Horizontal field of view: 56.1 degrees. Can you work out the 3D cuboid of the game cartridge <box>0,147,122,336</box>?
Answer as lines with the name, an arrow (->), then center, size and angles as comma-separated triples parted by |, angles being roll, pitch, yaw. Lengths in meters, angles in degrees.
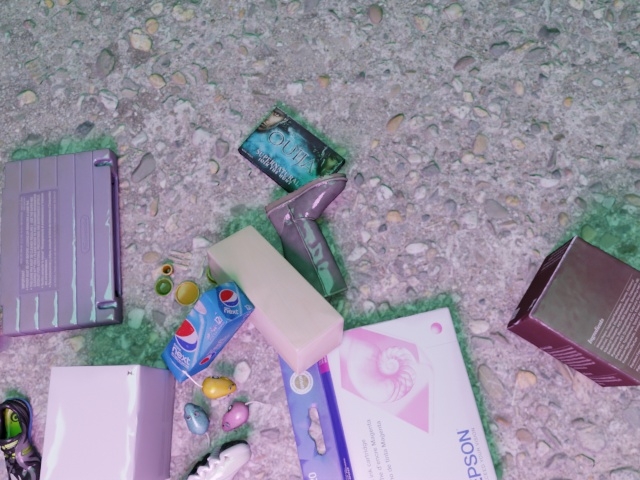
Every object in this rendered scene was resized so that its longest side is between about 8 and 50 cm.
game cartridge -> -0.514, 0.001, 1.191 | 0.230, 0.068, 0.356 | -8, 75, 6

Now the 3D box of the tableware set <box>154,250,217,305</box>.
tableware set -> -0.242, 0.078, 1.169 | 0.154, 0.024, 0.104 | 14, 77, 7

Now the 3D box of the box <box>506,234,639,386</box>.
box -> 0.465, 0.127, 1.033 | 0.203, 0.168, 0.167 | 32, 80, 10

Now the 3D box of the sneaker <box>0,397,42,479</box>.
sneaker -> -0.550, 0.377, 1.082 | 0.067, 0.078, 0.188 | -19, 75, -1

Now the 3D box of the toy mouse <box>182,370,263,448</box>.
toy mouse -> -0.185, 0.315, 1.074 | 0.160, 0.031, 0.143 | 14, 98, -21

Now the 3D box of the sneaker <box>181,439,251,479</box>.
sneaker -> -0.214, 0.465, 1.031 | 0.118, 0.110, 0.292 | 44, 90, 5

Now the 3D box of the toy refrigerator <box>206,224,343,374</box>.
toy refrigerator -> -0.085, 0.102, 1.075 | 0.102, 0.094, 0.269 | -32, 57, -25

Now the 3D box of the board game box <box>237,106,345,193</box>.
board game box -> -0.059, -0.172, 1.222 | 0.186, 0.026, 0.126 | 39, 81, 12

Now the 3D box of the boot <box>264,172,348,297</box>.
boot -> 0.002, 0.000, 1.130 | 0.189, 0.076, 0.209 | -28, 74, 19

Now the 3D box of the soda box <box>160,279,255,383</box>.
soda box -> -0.202, 0.162, 1.055 | 0.067, 0.210, 0.071 | 50, 38, 14

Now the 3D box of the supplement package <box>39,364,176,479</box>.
supplement package -> -0.349, 0.314, 1.021 | 0.149, 0.203, 0.194 | -1, 75, 3

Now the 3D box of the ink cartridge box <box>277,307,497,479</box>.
ink cartridge box -> 0.110, 0.312, 1.062 | 0.329, 0.071, 0.325 | -14, 75, -1
